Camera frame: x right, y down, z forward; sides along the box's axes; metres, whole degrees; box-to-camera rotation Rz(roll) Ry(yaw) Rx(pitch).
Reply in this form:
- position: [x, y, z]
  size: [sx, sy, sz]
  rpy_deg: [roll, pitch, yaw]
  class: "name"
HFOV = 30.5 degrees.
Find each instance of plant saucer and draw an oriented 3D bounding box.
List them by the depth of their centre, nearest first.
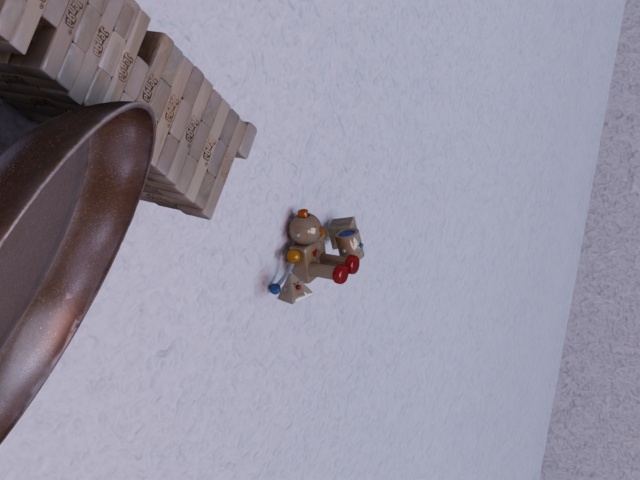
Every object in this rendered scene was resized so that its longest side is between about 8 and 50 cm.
- position: [-0.204, 0.038, 0.759]
  size: [0.310, 0.050, 0.310]
  rpy_deg: [-61, 179, -2]
  class: "plant saucer"

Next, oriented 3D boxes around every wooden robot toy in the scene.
- position: [0.000, 0.000, 1.263]
  size: [0.173, 0.076, 0.079]
  rpy_deg: [-40, 124, -51]
  class: "wooden robot toy"

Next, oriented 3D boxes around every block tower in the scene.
- position: [-0.165, -0.120, 0.860]
  size: [0.335, 0.091, 0.097]
  rpy_deg: [42, 64, -60]
  class: "block tower"
